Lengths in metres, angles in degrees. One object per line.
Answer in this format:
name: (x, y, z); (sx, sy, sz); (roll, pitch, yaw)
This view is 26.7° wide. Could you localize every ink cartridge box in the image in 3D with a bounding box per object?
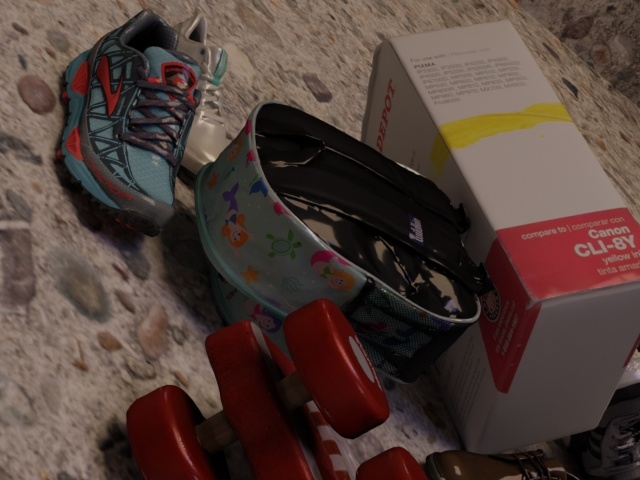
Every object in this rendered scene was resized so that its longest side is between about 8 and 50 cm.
ink cartridge box: (0.183, -0.009, 1.449); (0.160, 0.279, 0.384); (-11, 52, -17)

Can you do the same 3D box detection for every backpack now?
backpack: (0.000, 0.000, 1.236); (0.253, 0.191, 0.225); (33, 29, -31)

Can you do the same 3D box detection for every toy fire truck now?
toy fire truck: (0.007, 0.202, 0.994); (0.302, 0.169, 0.254); (63, 7, 29)

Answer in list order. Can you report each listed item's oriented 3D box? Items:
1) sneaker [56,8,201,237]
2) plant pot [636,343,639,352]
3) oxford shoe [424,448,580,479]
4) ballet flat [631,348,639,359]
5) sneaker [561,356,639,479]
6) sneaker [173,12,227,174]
sneaker: (-0.164, -0.119, 1.207); (0.104, 0.125, 0.262); (30, 28, -38)
plant pot: (0.521, 0.194, 1.886); (0.256, 0.256, 0.274); (60, 8, 24)
oxford shoe: (0.187, 0.236, 1.340); (0.227, 0.096, 0.082); (21, 37, -47)
ballet flat: (0.497, 0.251, 1.658); (0.409, 0.147, 0.147); (35, 15, 24)
sneaker: (0.353, 0.234, 1.535); (0.268, 0.101, 0.153); (91, -19, -65)
sneaker: (-0.125, -0.154, 1.381); (0.080, 0.094, 0.212); (28, 30, -45)
